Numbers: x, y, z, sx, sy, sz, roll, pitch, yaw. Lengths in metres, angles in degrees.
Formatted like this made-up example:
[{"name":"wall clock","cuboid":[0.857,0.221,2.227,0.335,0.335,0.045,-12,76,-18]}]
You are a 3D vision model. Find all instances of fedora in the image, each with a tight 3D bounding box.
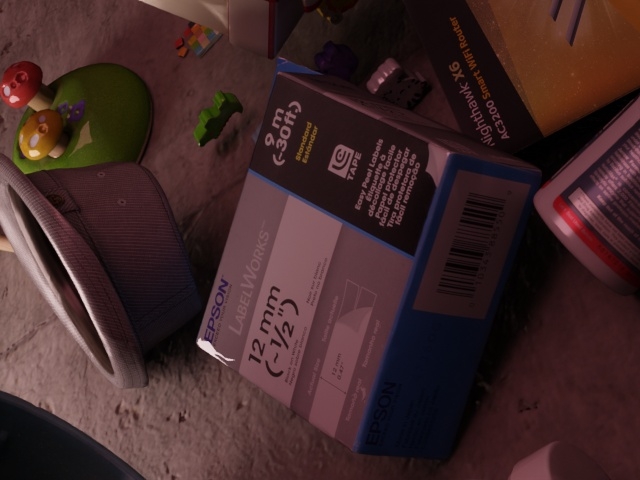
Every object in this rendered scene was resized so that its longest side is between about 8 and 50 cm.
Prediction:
[{"name":"fedora","cuboid":[-0.197,0.006,1.835,0.124,0.244,0.275,-30,37,-15]}]

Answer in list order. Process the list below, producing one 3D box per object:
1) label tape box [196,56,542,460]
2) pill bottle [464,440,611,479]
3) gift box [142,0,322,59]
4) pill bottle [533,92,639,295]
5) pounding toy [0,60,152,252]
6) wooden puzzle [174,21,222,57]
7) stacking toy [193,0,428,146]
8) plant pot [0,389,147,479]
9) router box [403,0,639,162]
[{"name":"label tape box","cuboid":[0.000,0.000,1.647,0.347,0.115,0.249,28,105,46]},{"name":"pill bottle","cuboid":[0.091,0.268,1.406,0.278,0.162,0.162,-36,45,22]},{"name":"gift box","cuboid":[-0.078,-0.340,1.745,0.258,0.276,0.255,23,64,11]},{"name":"pill bottle","cuboid":[0.259,-0.055,1.493,0.180,0.108,0.108,-44,43,13]},{"name":"pounding toy","cuboid":[-0.287,-0.096,2.032,0.183,0.110,0.237,20,80,48]},{"name":"wooden puzzle","cuboid":[-0.117,-0.217,2.025,0.083,0.006,0.049,-46,42,12]},{"name":"stacking toy","cuboid":[-0.013,-0.125,1.838,0.221,0.052,0.167,-48,45,16]},{"name":"plant pot","cuboid":[-0.309,0.346,1.634,0.334,0.341,0.341,-55,41,13]},{"name":"router box","cuboid":[0.180,-0.244,1.600,0.243,0.081,0.309,-29,79,29]}]
